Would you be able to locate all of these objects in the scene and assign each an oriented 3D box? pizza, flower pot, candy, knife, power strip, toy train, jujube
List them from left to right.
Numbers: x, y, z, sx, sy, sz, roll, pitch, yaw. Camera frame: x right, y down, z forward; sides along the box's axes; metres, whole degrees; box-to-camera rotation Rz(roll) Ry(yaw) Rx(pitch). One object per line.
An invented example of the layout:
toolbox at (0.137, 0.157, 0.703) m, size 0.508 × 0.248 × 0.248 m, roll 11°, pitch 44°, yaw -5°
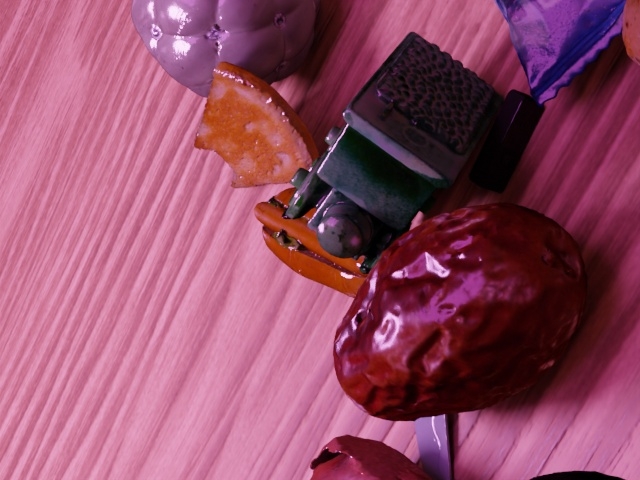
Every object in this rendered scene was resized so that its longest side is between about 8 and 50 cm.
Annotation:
flower pot at (-0.117, -0.309, 1.915) m, size 0.195 × 0.246 × 0.246 m, roll -43°, pitch 47°, yaw 27°
pizza at (-0.086, -0.129, 1.900) m, size 0.034 × 0.181 × 0.262 m, roll -52°, pitch 3°, yaw -26°
toy train at (0.072, -0.087, 1.591) m, size 0.202 × 0.145 × 0.266 m, roll -54°, pitch 0°, yaw 34°
knife at (0.121, 0.171, 1.603) m, size 0.063 × 0.034 × 0.260 m, roll -14°, pitch 70°, yaw 48°
jujube at (0.138, 0.078, 1.481) m, size 0.290 × 0.197 × 0.197 m, roll -38°, pitch 50°, yaw 37°
power strip at (0.201, -0.106, 1.589) m, size 0.029 × 0.038 × 0.111 m, roll 41°, pitch 112°, yaw 50°
candy at (0.240, -0.296, 1.574) m, size 0.187 × 0.077 × 0.331 m, roll -49°, pitch 41°, yaw 28°

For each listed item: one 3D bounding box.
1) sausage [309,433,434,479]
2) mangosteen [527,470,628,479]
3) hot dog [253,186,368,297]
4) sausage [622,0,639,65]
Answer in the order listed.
sausage at (0.077, 0.308, 1.510) m, size 0.279 × 0.152 × 0.152 m, roll 35°, pitch 106°, yaw 51°
mangosteen at (0.256, 0.318, 1.180) m, size 0.347 × 0.307 × 0.307 m, roll -28°, pitch 50°, yaw 7°
hot dog at (0.000, 0.000, 1.788) m, size 0.249 × 0.068 × 0.100 m, roll 27°, pitch 98°, yaw 53°
sausage at (0.432, -0.353, 1.293) m, size 0.136 × 0.123 × 0.501 m, roll 38°, pitch 114°, yaw 6°
